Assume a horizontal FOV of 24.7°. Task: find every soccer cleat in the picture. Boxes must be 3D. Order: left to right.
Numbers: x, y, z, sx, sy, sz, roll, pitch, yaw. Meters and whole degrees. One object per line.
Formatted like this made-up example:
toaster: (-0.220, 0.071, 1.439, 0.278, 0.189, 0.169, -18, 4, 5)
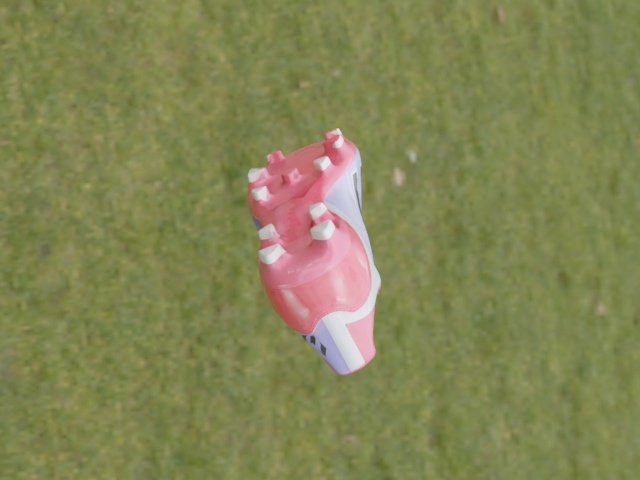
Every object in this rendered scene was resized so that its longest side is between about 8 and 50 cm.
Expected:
soccer cleat: (0.000, 0.000, 0.975, 0.248, 0.083, 0.095, -93, 161, -69)
